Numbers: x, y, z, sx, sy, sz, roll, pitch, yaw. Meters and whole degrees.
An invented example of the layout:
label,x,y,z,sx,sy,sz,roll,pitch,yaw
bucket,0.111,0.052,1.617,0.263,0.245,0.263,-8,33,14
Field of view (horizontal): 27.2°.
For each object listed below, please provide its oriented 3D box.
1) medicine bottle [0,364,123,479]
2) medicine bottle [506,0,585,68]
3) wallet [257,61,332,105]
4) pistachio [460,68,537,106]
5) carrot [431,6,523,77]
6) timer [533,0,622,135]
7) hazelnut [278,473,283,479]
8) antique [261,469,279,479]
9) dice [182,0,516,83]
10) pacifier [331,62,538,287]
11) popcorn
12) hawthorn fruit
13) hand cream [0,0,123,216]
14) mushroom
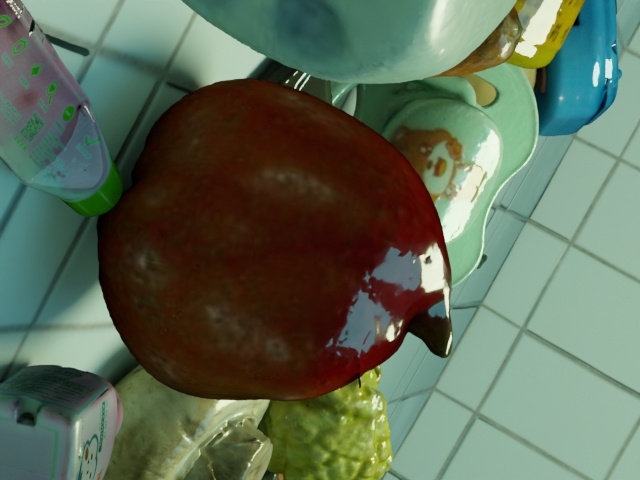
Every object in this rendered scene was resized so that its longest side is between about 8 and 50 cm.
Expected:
label,x,y,z,sx,sy,sz,roll,pitch,yaw
medicine bottle,-0.238,0.175,1.178,0.188,0.094,0.119,-51,152,-80
medicine bottle,0.228,-0.396,1.406,0.384,0.224,0.224,-65,164,16
wallet,-0.068,-0.094,1.363,0.245,0.052,0.169,-48,157,-29
pistachio,0.194,-0.222,1.746,0.293,0.181,0.162,102,-14,-56
carrot,0.095,-0.223,1.271,0.159,0.225,0.159,-28,126,-47
timer,0.338,-0.310,1.830,0.340,0.115,0.309,62,24,-85
hazelnut,-0.080,0.340,1.889,0.214,0.176,0.214,-1,90,-83
antique,-0.138,0.304,1.682,0.152,0.148,0.146,-64,166,5
dice,0.033,-0.289,0.908,0.262,0.264,0.268,-47,161,-38
pacifier,0.094,-0.102,1.613,0.343,0.288,0.269,-63,-161,0
popcorn,-0.005,0.174,1.576,0.225,0.173,0.286,-159,-123,-77
hawthorn fruit,-0.046,-0.001,1.149,0.295,0.311,0.295,-8,90,-73
hand cream,-0.207,-0.090,0.948,0.275,0.050,0.079,64,32,-65
mushroom,-0.149,0.223,1.440,0.255,0.184,0.255,23,90,-79
